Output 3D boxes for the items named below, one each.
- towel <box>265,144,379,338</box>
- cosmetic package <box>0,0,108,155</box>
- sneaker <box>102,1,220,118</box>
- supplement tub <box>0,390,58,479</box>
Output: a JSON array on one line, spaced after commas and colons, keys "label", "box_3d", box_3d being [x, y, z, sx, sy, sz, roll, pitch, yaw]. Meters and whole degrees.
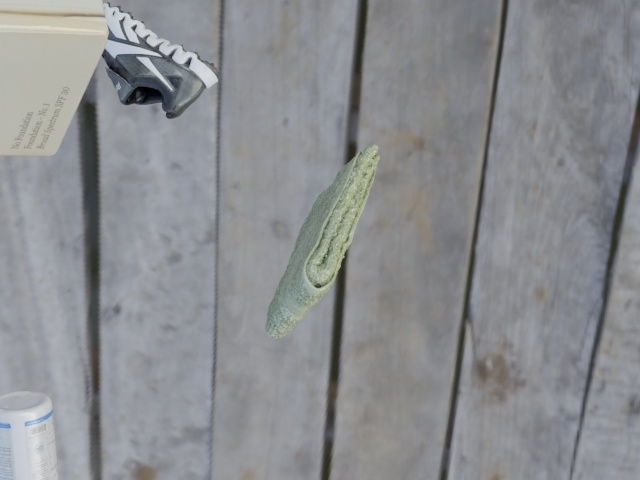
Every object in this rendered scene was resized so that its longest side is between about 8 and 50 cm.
[{"label": "towel", "box_3d": [0.000, 0.000, 1.055, 0.027, 0.148, 0.110, 27, 145, -9]}, {"label": "cosmetic package", "box_3d": [-0.312, -0.140, 0.877, 0.309, 0.113, 0.160, -3, 153, -27]}, {"label": "sneaker", "box_3d": [-0.255, -0.239, 1.798, 0.234, 0.078, 0.106, 31, 79, 15]}, {"label": "supplement tub", "box_3d": [-0.319, 0.221, 1.444, 0.071, 0.071, 0.107, 2, 105, 11]}]
